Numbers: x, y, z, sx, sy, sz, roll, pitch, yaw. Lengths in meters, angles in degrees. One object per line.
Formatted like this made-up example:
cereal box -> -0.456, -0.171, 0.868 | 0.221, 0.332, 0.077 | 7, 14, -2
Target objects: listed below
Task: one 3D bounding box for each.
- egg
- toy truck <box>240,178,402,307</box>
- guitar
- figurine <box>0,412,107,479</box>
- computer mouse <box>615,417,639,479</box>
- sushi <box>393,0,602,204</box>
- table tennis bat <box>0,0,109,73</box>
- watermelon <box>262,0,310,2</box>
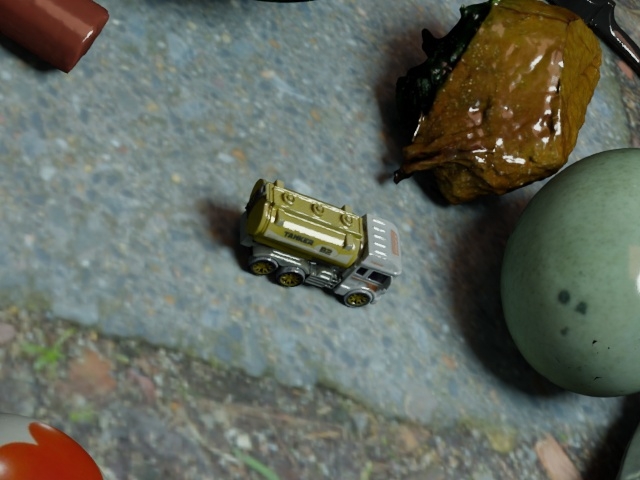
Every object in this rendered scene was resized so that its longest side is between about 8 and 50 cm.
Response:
egg -> 0.227, 0.020, 1.005 | 0.169, 0.169, 0.236 | 44, 45, -1
toy truck -> 0.000, 0.000, 0.924 | 0.123, 0.063, 0.052 | 19, 48, -25
guitar -> 0.292, -0.218, 1.336 | 0.271, 0.038, 0.084 | 44, 44, -1
figurine -> -0.145, 0.162, 0.643 | 0.226, 0.160, 0.183 | 36, 42, 4
computer mouse -> 0.285, 0.184, 0.991 | 0.379, 0.090, 0.167 | -42, 99, -32
sushi -> 0.149, -0.140, 1.102 | 0.287, 0.140, 0.149 | -63, 140, -46
table tennis bat -> -0.329, -0.240, 0.870 | 0.415, 0.051, 0.268 | 32, 44, -10
watermelon -> -0.032, -0.347, 0.973 | 0.363, 0.363, 0.363 | 20, 48, -24
